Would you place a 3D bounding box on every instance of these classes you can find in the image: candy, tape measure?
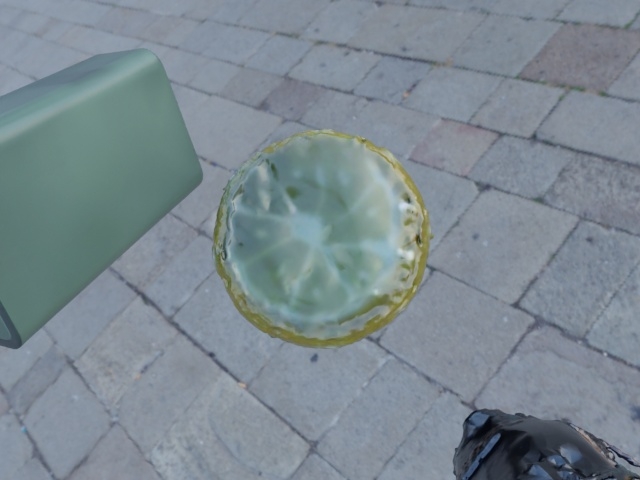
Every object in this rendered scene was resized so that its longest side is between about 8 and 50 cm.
[{"bbox_3d":[0.000,0.000,0.820,0.260,0.118,0.260,0,85,1],"label":"candy"},{"bbox_3d":[0.194,0.216,0.473,0.135,0.223,0.202,-50,-4,4],"label":"tape measure"}]

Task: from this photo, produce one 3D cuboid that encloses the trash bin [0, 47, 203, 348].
[{"bbox_3d":[-0.308,-0.068,0.824,0.158,0.223,0.343,5,34,34],"label":"trash bin"}]
